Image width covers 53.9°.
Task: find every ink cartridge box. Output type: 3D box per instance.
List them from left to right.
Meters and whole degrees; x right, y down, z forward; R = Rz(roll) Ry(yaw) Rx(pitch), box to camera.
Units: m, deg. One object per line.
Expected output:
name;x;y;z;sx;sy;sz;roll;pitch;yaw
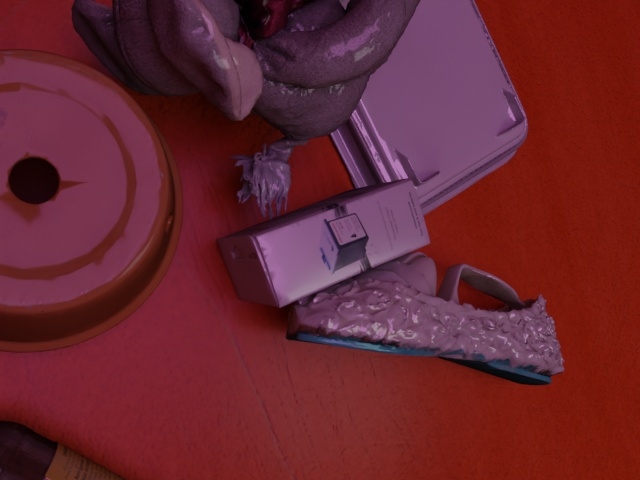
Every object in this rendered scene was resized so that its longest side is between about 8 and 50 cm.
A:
ink cartridge box;0.000;0.000;0.699;0.191;0.139;0.082;-23;98;-23

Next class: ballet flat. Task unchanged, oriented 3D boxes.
ballet flat;0.135;0.087;0.760;0.409;0.147;0.147;16;80;-33

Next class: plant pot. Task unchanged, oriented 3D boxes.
plant pot;-0.252;-0.037;0.555;0.291;0.203;0.290;1;87;-24

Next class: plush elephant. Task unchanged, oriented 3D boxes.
plush elephant;-0.079;-0.209;0.589;0.255;0.272;0.330;23;87;-50

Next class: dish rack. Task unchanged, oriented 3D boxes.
dish rack;0.127;-0.214;0.810;0.285;0.072;0.333;-31;98;-22

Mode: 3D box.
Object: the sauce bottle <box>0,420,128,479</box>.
sauce bottle;-0.265;0.240;0.583;0.344;0.111;0.111;39;72;-16
